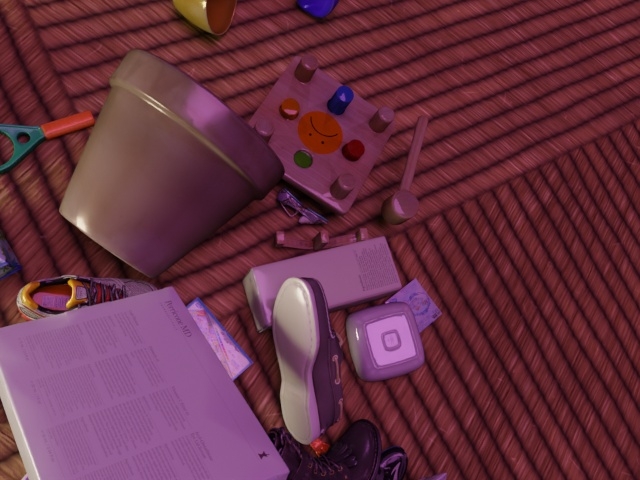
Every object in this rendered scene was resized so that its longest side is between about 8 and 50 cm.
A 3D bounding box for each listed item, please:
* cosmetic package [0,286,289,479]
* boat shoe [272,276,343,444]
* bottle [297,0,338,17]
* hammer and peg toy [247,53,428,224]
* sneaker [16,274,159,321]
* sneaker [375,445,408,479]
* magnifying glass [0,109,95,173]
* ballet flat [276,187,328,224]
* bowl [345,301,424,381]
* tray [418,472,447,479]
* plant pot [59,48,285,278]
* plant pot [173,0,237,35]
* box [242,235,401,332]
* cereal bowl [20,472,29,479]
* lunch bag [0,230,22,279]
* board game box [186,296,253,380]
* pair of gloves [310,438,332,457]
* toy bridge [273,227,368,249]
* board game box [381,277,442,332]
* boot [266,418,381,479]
[{"bbox_3d":[-0.263,0.246,0.880,0.284,0.097,0.377,-14,47,-33],"label":"cosmetic package"},{"bbox_3d":[-0.014,0.197,1.078,0.091,0.109,0.305,-17,114,-39],"label":"boat shoe"},{"bbox_3d":[0.040,-0.632,1.401,0.092,0.118,0.283,27,68,-8],"label":"bottle"},{"bbox_3d":[0.044,-0.186,1.258,0.361,0.127,0.266,32,64,-7],"label":"hammer and peg toy"},{"bbox_3d":[-0.380,0.101,1.042,0.225,0.093,0.088,-2,74,-20],"label":"sneaker"},{"bbox_3d":[0.094,0.442,1.102,0.188,0.078,0.067,-41,89,-25],"label":"sneaker"},{"bbox_3d":[-0.519,-0.184,1.125,0.231,0.026,0.092,-25,82,-22],"label":"magnifying glass"},{"bbox_3d":[-0.039,-0.057,1.242,0.114,0.041,0.041,37,66,-4],"label":"ballet flat"},{"bbox_3d":[0.127,0.191,1.194,0.142,0.053,0.142,-12,82,-12],"label":"bowl"},{"bbox_3d":[0.100,0.492,1.070,0.270,0.145,0.030,-27,51,-24],"label":"tray"},{"bbox_3d":[-0.270,-0.104,1.051,0.323,0.323,0.280,38,81,-4],"label":"plant pot"},{"bbox_3d":[-0.239,-0.490,1.269,0.095,0.134,0.134,16,66,14],"label":"plant pot"},{"bbox_3d":[0.003,0.081,1.177,0.275,0.094,0.113,-12,77,-21],"label":"box"},{"bbox_3d":[-0.296,0.448,0.934,0.338,0.141,0.339,5,72,-17],"label":"cereal bowl"},{"bbox_3d":[-0.584,0.025,1.002,0.151,0.096,0.129,-30,87,-10],"label":"lunch bag"},{"bbox_3d":[-0.207,0.191,1.108,0.103,0.026,0.154,-39,88,-25],"label":"board game box"},{"bbox_3d":[-0.005,0.399,1.119,0.074,0.010,0.083,43,67,-4],"label":"pair of gloves"},{"bbox_3d":[0.000,0.000,1.217,0.188,0.063,0.026,-2,74,-18],"label":"toy bridge"},{"bbox_3d":[0.183,0.137,1.260,0.090,0.020,0.090,-34,87,-24],"label":"board game box"},{"bbox_3d":[-0.016,0.360,1.006,0.263,0.091,0.229,-55,133,-26],"label":"boot"}]
